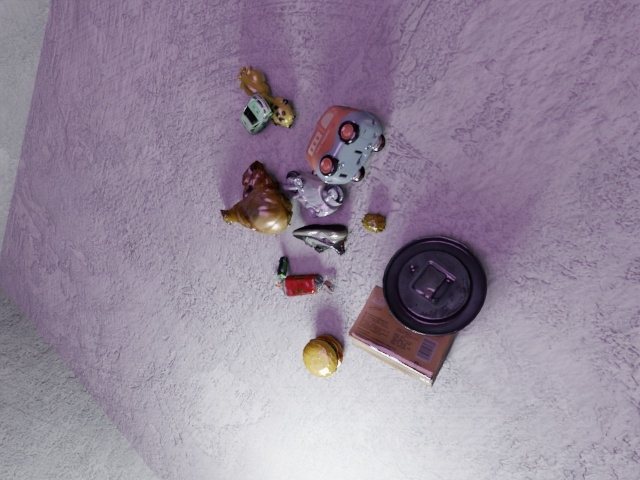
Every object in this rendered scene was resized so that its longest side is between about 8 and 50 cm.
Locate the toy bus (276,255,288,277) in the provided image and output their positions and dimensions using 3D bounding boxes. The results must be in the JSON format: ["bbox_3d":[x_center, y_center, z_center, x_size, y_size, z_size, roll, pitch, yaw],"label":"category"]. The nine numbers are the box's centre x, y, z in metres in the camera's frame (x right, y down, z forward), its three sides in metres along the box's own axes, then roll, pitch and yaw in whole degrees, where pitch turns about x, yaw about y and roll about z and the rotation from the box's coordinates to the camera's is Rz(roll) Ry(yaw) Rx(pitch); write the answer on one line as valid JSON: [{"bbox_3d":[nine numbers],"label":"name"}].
[{"bbox_3d":[-0.150,0.106,1.779,0.031,0.037,0.083,-13,54,32],"label":"toy bus"}]

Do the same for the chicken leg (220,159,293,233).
[{"bbox_3d":[-0.267,-0.159,1.758,0.409,0.182,0.295,-7,89,47],"label":"chicken leg"}]

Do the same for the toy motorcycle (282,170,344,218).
[{"bbox_3d":[-0.025,-0.158,1.629,0.260,0.110,0.171,21,123,30],"label":"toy motorcycle"}]

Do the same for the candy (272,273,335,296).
[{"bbox_3d":[-0.073,0.177,1.758,0.292,0.059,0.086,-7,97,30],"label":"candy"}]

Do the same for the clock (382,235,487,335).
[{"bbox_3d":[0.357,0.143,1.408,0.319,0.066,0.318,-6,71,17],"label":"clock"}]

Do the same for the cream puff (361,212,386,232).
[{"bbox_3d":[0.185,-0.059,1.550,0.083,0.058,0.083,41,120,14],"label":"cream puff"}]

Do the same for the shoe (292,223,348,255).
[{"bbox_3d":[0.000,0.000,1.656,0.227,0.099,0.112,0,109,30],"label":"shoe"}]

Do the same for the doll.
[{"bbox_3d":[-0.201,-0.528,1.649,0.291,0.086,0.117,46,130,10],"label":"doll"}]

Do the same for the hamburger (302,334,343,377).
[{"bbox_3d":[0.008,0.452,1.742,0.162,0.115,0.162,6,102,29],"label":"hamburger"}]

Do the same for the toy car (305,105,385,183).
[{"bbox_3d":[0.065,-0.331,1.490,0.212,0.180,0.270,48,118,30],"label":"toy car"}]

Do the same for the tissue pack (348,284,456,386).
[{"bbox_3d":[0.285,0.333,1.523,0.305,0.238,0.238,23,112,24],"label":"tissue pack"}]

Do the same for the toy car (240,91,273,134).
[{"bbox_3d":[-0.245,-0.457,1.638,0.090,0.076,0.224,54,161,-5],"label":"toy car"}]
